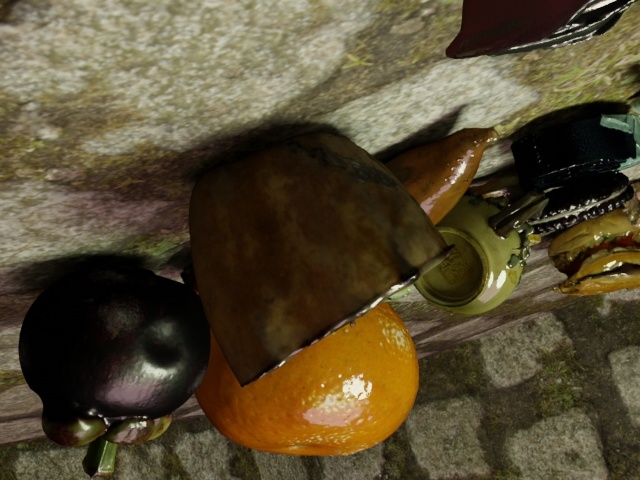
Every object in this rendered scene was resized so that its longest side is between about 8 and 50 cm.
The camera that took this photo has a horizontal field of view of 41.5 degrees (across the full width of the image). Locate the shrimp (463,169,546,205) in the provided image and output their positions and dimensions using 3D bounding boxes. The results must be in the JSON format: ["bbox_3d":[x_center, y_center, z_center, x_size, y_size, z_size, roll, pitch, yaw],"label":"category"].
[{"bbox_3d":[0.307,-0.087,1.356,0.236,0.053,0.133,-18,-175,-5],"label":"shrimp"}]

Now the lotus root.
[{"bbox_3d":[0.000,0.000,1.023,0.316,0.250,0.316,-25,169,-5],"label":"lotus root"}]

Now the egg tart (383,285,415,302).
[{"bbox_3d":[0.108,0.022,1.311,0.197,0.078,0.197,-26,133,-31],"label":"egg tart"}]

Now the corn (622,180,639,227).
[{"bbox_3d":[0.738,-0.078,1.638,0.335,0.126,0.126,-8,163,-20],"label":"corn"}]

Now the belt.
[{"bbox_3d":[0.368,-0.126,1.186,0.199,0.078,0.151,-9,171,-25],"label":"belt"}]

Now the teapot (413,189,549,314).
[{"bbox_3d":[0.228,0.007,1.230,0.269,0.173,0.183,-43,170,34],"label":"teapot"}]

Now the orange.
[{"bbox_3d":[-0.026,0.224,1.570,0.424,0.326,0.424,2,156,1],"label":"orange"}]

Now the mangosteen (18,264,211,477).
[{"bbox_3d":[-0.296,0.187,1.215,0.275,0.302,0.275,7,174,1],"label":"mangosteen"}]

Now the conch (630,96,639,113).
[{"bbox_3d":[0.475,-0.169,1.103,0.137,0.114,0.234,-9,175,32],"label":"conch"}]

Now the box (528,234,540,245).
[{"bbox_3d":[0.398,0.005,1.778,0.149,0.020,0.073,1,157,-46],"label":"box"}]

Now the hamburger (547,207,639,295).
[{"bbox_3d":[0.612,0.026,1.812,0.245,0.162,0.244,-8,167,-2],"label":"hamburger"}]

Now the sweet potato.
[{"bbox_3d":[0.115,-0.058,1.138,0.112,0.112,0.359,-3,159,-37],"label":"sweet potato"}]

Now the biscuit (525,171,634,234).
[{"bbox_3d":[0.382,-0.056,1.294,0.195,0.053,0.194,-21,-176,1],"label":"biscuit"}]

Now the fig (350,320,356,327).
[{"bbox_3d":[0.044,0.052,1.400,0.119,0.153,0.119,-39,161,-16],"label":"fig"}]

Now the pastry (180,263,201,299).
[{"bbox_3d":[-0.146,0.055,1.301,0.115,0.097,0.208,6,157,-29],"label":"pastry"}]

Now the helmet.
[{"bbox_3d":[0.209,-0.221,0.596,0.253,0.154,0.198,-3,-169,27],"label":"helmet"}]
